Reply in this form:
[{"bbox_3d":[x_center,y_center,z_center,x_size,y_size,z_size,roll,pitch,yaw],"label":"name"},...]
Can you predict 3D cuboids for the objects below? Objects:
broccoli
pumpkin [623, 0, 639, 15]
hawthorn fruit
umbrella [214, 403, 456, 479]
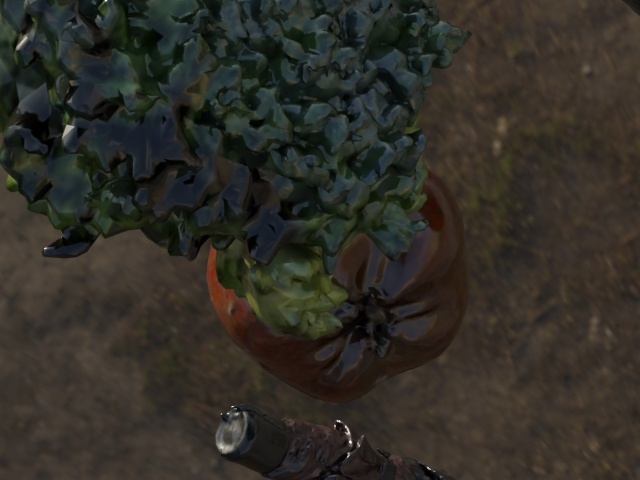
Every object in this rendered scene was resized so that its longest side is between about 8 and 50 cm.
[{"bbox_3d":[-0.083,-0.124,1.056,0.293,0.281,0.347,20,55,-16],"label":"broccoli"},{"bbox_3d":[0.304,-0.220,1.314,0.233,0.233,0.163,26,74,30],"label":"pumpkin"},{"bbox_3d":[0.000,0.000,1.446,0.208,0.208,0.248,-37,41,5],"label":"hawthorn fruit"},{"bbox_3d":[0.030,0.227,1.795,0.094,0.326,0.090,-30,50,33],"label":"umbrella"}]
